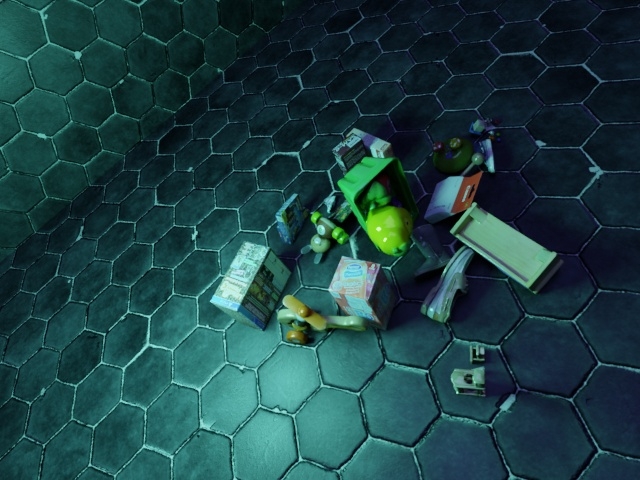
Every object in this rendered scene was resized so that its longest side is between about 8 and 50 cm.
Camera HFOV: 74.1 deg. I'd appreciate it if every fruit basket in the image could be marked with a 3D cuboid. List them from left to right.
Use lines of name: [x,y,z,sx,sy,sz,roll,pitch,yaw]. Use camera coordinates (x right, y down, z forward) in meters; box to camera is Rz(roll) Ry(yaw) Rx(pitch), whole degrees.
fruit basket: [0.267,-0.109,1.655,0.283,0.392,0.392,-43,53,-8]

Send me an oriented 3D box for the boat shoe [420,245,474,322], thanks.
boat shoe: [0.492,0.164,1.556,0.103,0.113,0.302,30,83,32]

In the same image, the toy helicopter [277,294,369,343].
toy helicopter: [0.003,0.293,1.586,0.355,0.235,0.140,-1,58,22]

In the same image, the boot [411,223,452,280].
boot: [0.409,0.044,1.683,0.190,0.076,0.208,-21,59,-9]

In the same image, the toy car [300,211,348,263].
toy car: [0.000,0.000,1.848,0.155,0.149,0.188,38,89,25]

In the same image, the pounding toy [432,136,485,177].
pounding toy: [0.574,-0.381,1.838,0.183,0.110,0.236,-40,45,14]

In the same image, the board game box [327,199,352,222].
board game box: [0.149,-0.182,1.919,0.259,0.030,0.136,-47,18,-11]

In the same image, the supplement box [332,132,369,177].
supplement box: [0.154,-0.361,1.945,0.130,0.239,0.073,-41,53,-7]

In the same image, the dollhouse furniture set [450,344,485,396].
dollhouse furniture set: [0.472,0.396,1.359,0.101,0.182,0.160,-2,59,21]

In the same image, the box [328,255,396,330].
box: [0.162,0.198,1.542,0.154,0.300,0.142,11,64,28]

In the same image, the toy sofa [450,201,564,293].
toy sofa: [0.676,0.028,1.553,0.362,0.177,0.150,43,101,36]

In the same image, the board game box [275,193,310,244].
board game box: [-0.127,-0.117,1.961,0.060,0.194,0.194,15,51,28]

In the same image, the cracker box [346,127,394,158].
cracker box: [0.242,-0.423,2.003,0.232,0.155,0.067,34,76,36]

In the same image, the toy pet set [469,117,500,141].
toy pet set: [0.742,-0.492,1.919,0.114,0.065,0.122,13,62,-10]

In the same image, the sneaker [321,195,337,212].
sneaker: [0.033,-0.169,2.001,0.069,0.038,0.098,5,51,26]

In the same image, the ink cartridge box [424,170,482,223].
ink cartridge box: [0.529,-0.182,1.705,0.066,0.232,0.189,30,68,-8]

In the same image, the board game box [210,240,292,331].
board game box: [-0.279,0.191,1.771,0.141,0.232,0.290,12,64,29]

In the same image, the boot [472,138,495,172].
boot: [0.704,-0.357,1.835,0.086,0.069,0.189,-12,48,25]
